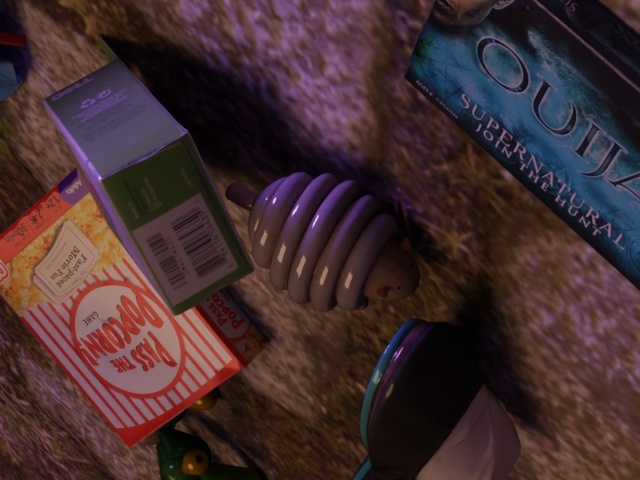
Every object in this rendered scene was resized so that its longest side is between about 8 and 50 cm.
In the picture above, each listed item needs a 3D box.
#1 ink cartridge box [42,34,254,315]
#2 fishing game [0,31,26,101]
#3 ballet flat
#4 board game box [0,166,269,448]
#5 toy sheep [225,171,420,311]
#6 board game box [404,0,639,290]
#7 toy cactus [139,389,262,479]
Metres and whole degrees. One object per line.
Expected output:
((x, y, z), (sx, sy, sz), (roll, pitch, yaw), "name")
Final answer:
((-0.122, -0.047, 1.119), (0.209, 0.062, 0.109), (46, 164, 58), "ink cartridge box")
((-0.317, -0.115, 1.287), (0.264, 0.189, 0.041), (158, 115, -66), "fishing game")
((0.077, 0.132, 1.113), (0.096, 0.095, 0.280), (32, 160, 11), "ballet flat")
((-0.153, 0.046, 1.314), (0.146, 0.045, 0.193), (-38, 94, 35), "board game box")
((0.000, 0.000, 1.053), (0.132, 0.091, 0.091), (23, 147, 10), "toy sheep")
((0.128, -0.060, 0.851), (0.186, 0.026, 0.126), (43, 152, 13), "board game box")
((-0.132, 0.181, 1.476), (0.180, 0.112, 0.219), (39, 161, 39), "toy cactus")
